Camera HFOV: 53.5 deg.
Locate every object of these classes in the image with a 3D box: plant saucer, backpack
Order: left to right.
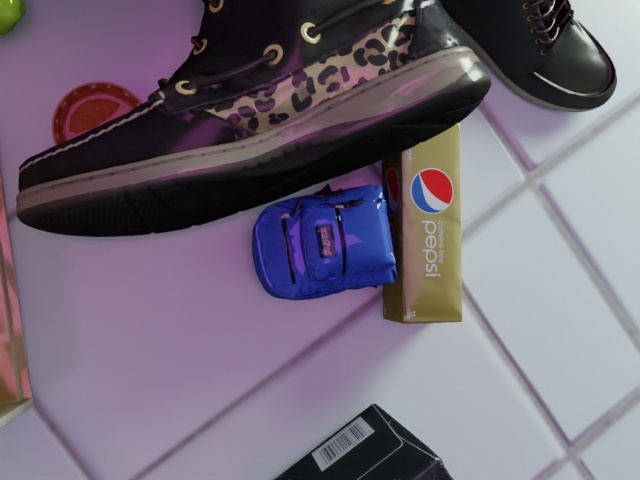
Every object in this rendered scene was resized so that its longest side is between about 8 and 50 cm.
[{"bbox_3d":[-0.194,-0.099,0.565,0.083,0.013,0.084,0,88,-12],"label":"plant saucer"},{"bbox_3d":[0.000,0.000,0.556,0.120,0.101,0.098,-9,82,-8],"label":"backpack"}]

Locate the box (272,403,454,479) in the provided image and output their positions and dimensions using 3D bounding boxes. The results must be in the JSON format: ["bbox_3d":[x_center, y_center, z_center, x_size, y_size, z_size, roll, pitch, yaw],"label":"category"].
[{"bbox_3d":[0.006,0.277,0.511,0.247,0.163,0.142,-34,98,-10],"label":"box"}]

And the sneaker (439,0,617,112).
[{"bbox_3d":[0.207,-0.203,0.594,0.222,0.118,0.083,32,82,-8],"label":"sneaker"}]

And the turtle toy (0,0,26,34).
[{"bbox_3d":[-0.310,-0.184,0.516,0.130,0.066,0.095,-25,59,-10],"label":"turtle toy"}]

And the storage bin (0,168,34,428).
[{"bbox_3d":[-0.302,0.016,0.413,0.123,0.262,0.261,-8,89,-9],"label":"storage bin"}]

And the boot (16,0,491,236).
[{"bbox_3d":[-0.083,-0.177,0.522,0.377,0.138,0.284,-19,81,1],"label":"boot"}]

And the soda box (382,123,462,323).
[{"bbox_3d":[0.093,-0.015,0.592,0.058,0.061,0.181,0,88,-12],"label":"soda box"}]
